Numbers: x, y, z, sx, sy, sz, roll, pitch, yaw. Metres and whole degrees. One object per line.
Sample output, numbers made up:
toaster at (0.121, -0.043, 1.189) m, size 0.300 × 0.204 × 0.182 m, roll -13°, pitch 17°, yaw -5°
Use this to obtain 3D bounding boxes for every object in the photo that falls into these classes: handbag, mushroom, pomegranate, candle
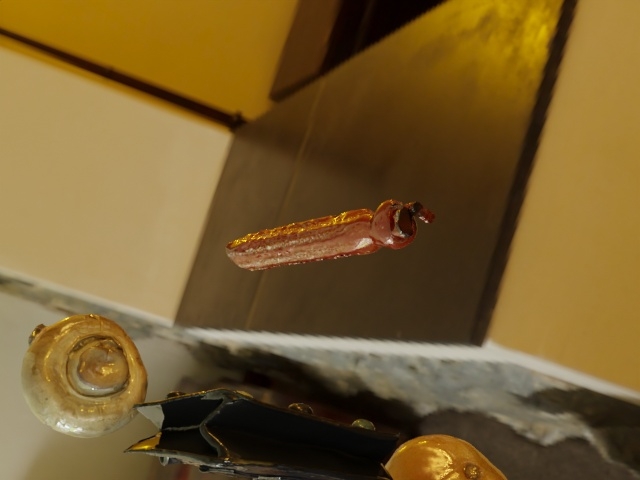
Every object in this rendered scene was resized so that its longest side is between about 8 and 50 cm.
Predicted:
handbag at (-0.082, 0.271, 1.546) m, size 0.269 × 0.325 × 0.118 m, roll -10°, pitch 66°, yaw 46°
mushroom at (-0.452, 0.255, 2.164) m, size 0.184 × 0.255 × 0.255 m, roll -23°, pitch 49°, yaw 62°
pomegranate at (0.185, 0.410, 1.692) m, size 0.233 × 0.233 × 0.233 m, roll -161°, pitch 90°, yaw -73°
candle at (0.000, 0.000, 1.180) m, size 0.329 × 0.051 × 0.048 m, roll -10°, pitch 46°, yaw 55°
